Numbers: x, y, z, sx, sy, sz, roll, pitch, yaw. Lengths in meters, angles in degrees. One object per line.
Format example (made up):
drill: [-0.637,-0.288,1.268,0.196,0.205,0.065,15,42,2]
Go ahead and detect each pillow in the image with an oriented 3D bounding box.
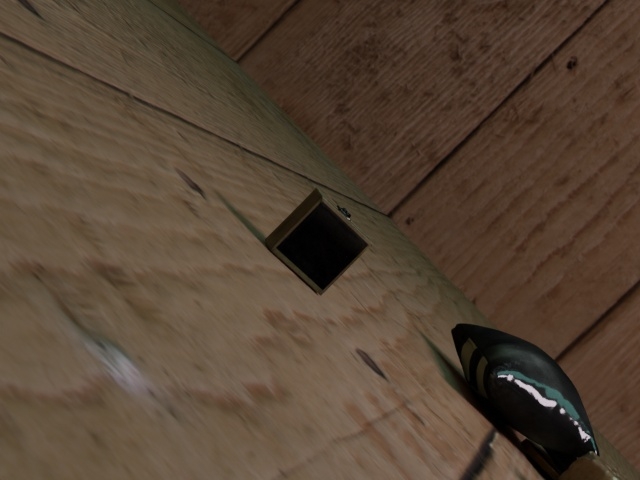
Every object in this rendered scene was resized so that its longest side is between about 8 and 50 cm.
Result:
pillow: [0.268,0.194,1.954,0.186,0.106,0.250,38,4,-12]

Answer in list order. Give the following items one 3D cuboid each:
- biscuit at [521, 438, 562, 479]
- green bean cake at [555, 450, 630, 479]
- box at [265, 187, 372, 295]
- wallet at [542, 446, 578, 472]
biscuit: [0.289,0.289,1.896,0.082,0.016,0.092,45,5,-2]
green bean cake: [0.337,0.319,1.677,0.179,0.085,0.109,38,8,-46]
box: [0.000,0.000,1.539,0.079,0.083,0.035,42,6,-21]
wallet: [0.440,0.384,2.162,0.377,0.051,0.197,36,9,-50]
